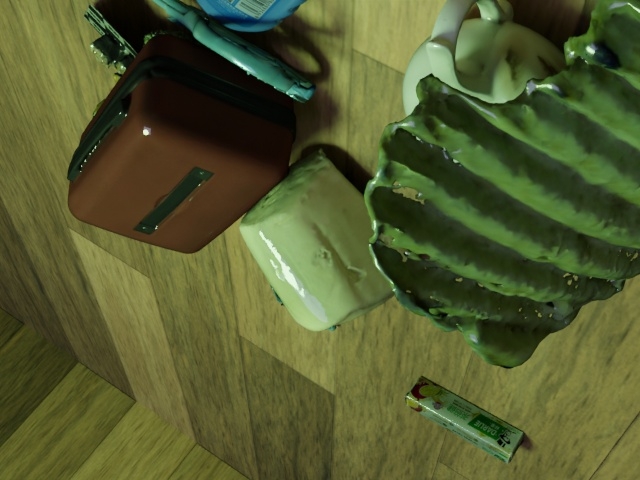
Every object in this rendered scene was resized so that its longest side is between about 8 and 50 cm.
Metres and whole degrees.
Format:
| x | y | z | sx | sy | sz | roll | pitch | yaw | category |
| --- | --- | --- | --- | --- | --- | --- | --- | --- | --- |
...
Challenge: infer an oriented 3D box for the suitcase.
| x | y | z | sx | sy | sz | roll | pitch | yaw | category |
| --- | --- | --- | --- | --- | --- | --- | --- | --- | --- |
| -0.190 | -0.117 | 1.233 | 0.236 | 0.161 | 0.297 | 19 | 147 | -27 | suitcase |

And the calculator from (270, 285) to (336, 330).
| x | y | z | sx | sy | sz | roll | pitch | yaw | category |
| --- | --- | --- | --- | --- | --- | --- | --- | --- | --- |
| -0.033 | 0.118 | 1.676 | 0.141 | 0.019 | 0.094 | 22 | 148 | 33 | calculator |

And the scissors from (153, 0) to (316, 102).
| x | y | z | sx | sy | sz | roll | pitch | yaw | category |
| --- | --- | --- | --- | --- | --- | --- | --- | --- | --- |
| -0.158 | -0.274 | 1.155 | 0.393 | 0.032 | 0.180 | 36 | -169 | 22 | scissors |

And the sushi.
| x | y | z | sx | sy | sz | roll | pitch | yaw | category |
| --- | --- | --- | --- | --- | --- | --- | --- | --- | --- |
| -0.280 | -0.243 | 1.346 | 0.210 | 0.040 | 0.193 | 47 | 173 | -17 | sushi |

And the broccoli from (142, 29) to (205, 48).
| x | y | z | sx | sy | sz | roll | pitch | yaw | category |
| --- | --- | --- | --- | --- | --- | --- | --- | --- | --- |
| -0.200 | -0.244 | 1.268 | 0.097 | 0.095 | 0.092 | 13 | 126 | -11 | broccoli |

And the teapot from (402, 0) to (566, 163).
| x | y | z | sx | sy | sz | roll | pitch | yaw | category |
| --- | --- | --- | --- | --- | --- | --- | --- | --- | --- |
| 0.168 | -0.130 | 0.929 | 0.204 | 0.139 | 0.298 | 19 | 147 | 38 | teapot |

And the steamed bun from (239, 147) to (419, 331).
| x | y | z | sx | sy | sz | roll | pitch | yaw | category |
| --- | --- | --- | --- | --- | --- | --- | --- | --- | --- |
| 0.000 | 0.000 | 1.299 | 0.225 | 0.200 | 0.170 | 58 | 160 | -7 | steamed bun |

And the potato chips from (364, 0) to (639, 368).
| x | y | z | sx | sy | sz | roll | pitch | yaw | category |
| --- | --- | --- | --- | --- | --- | --- | --- | --- | --- |
| 0.245 | -0.033 | 0.865 | 0.373 | 0.097 | 0.389 | -29 | 135 | 18 | potato chips |

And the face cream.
| x | y | z | sx | sy | sz | roll | pitch | yaw | category |
| --- | --- | --- | --- | --- | --- | --- | --- | --- | --- |
| -0.055 | -0.319 | 0.975 | 0.149 | 0.083 | 0.264 | 43 | 153 | -12 | face cream |

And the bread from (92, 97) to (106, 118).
| x | y | z | sx | sy | sz | roll | pitch | yaw | category |
| --- | --- | --- | --- | --- | --- | --- | --- | --- | --- |
| -0.309 | -0.174 | 1.529 | 0.156 | 0.064 | 0.117 | 40 | 148 | 0 | bread |

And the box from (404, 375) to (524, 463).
| x | y | z | sx | sy | sz | roll | pitch | yaw | category |
| --- | --- | --- | --- | --- | --- | --- | --- | --- | --- |
| 0.244 | 0.305 | 1.581 | 0.207 | 0.050 | 0.041 | 27 | 152 | 22 | box |
